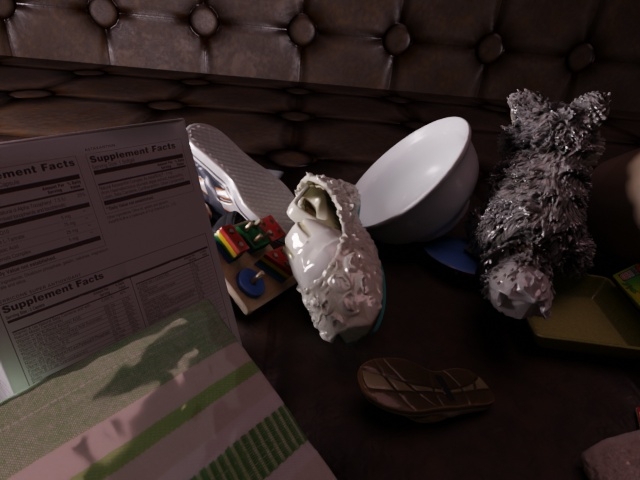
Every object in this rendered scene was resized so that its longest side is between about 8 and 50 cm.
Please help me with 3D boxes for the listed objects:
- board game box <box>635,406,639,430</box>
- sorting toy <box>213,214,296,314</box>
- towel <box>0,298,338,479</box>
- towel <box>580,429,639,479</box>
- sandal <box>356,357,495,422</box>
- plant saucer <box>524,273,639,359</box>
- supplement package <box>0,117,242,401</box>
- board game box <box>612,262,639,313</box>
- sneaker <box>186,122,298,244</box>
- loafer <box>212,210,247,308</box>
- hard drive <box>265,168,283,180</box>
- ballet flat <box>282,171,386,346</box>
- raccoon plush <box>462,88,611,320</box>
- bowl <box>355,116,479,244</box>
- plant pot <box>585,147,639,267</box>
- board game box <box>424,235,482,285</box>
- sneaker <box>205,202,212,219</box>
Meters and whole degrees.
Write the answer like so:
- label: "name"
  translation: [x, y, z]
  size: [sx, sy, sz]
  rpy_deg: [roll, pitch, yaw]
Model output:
- label: "board game box"
  translation: [0.489, 0.262, 0.451]
  size: [0.259, 0.039, 0.124]
  rpy_deg: [16, 31, 21]
- label: "sorting toy"
  translation: [-0.096, 0.024, 0.663]
  size: [0.132, 0.046, 0.274]
  rpy_deg: [53, 30, 6]
- label: "towel"
  translation: [-0.088, 0.218, 0.284]
  size: [0.247, 0.038, 0.325]
  rpy_deg: [-26, 69, -43]
- label: "towel"
  translation: [0.386, 0.216, 0.340]
  size: [0.282, 0.049, 0.187]
  rpy_deg: [-29, 22, 20]
- label: "sandal"
  translation: [0.124, 0.185, 0.513]
  size: [0.180, 0.049, 0.072]
  rpy_deg: [11, 32, -22]
- label: "plant saucer"
  translation: [0.394, 0.115, 0.677]
  size: [0.188, 0.045, 0.188]
  rpy_deg: [7, 29, 3]
- label: "supplement package"
  translation: [-0.233, 0.036, 0.431]
  size: [0.199, 0.263, 0.198]
  rpy_deg: [3, 20, 44]
- label: "board game box"
  translation: [0.516, 0.122, 0.638]
  size: [0.043, 0.092, 0.181]
  rpy_deg: [-34, 21, 22]
- label: "sneaker"
  translation: [-0.164, -0.090, 0.878]
  size: [0.321, 0.127, 0.126]
  rpy_deg: [46, 42, 14]
- label: "loafer"
  translation: [-0.162, 0.039, 0.697]
  size: [0.078, 0.076, 0.223]
  rpy_deg: [-28, 34, 19]
- label: "hard drive"
  translation: [-0.151, -0.142, 1.053]
  size: [0.094, 0.022, 0.135]
  rpy_deg: [9, 30, 5]
- label: "ballet flat"
  translation: [0.000, 0.000, 0.692]
  size: [0.146, 0.147, 0.409]
  rpy_deg: [4, 28, -4]
- label: "raccoon plush"
  translation: [0.369, -0.089, 0.673]
  size: [0.216, 0.299, 0.446]
  rpy_deg: [10, 18, 10]
- label: "bowl"
  translation: [0.197, -0.092, 0.853]
  size: [0.134, 0.297, 0.298]
  rpy_deg: [44, 22, -20]
- label: "plant pot"
  translation: [0.613, -0.049, 0.716]
  size: [0.322, 0.324, 0.280]
  rpy_deg: [-4, 7, -17]
- label: "board game box"
  translation: [0.271, 0.039, 0.804]
  size: [0.133, 0.033, 0.168]
  rpy_deg: [25, 28, 34]
- label: "sneaker"
  translation: [-0.301, -0.062, 0.849]
  size: [0.175, 0.064, 0.067]
  rpy_deg: [13, 40, 18]
